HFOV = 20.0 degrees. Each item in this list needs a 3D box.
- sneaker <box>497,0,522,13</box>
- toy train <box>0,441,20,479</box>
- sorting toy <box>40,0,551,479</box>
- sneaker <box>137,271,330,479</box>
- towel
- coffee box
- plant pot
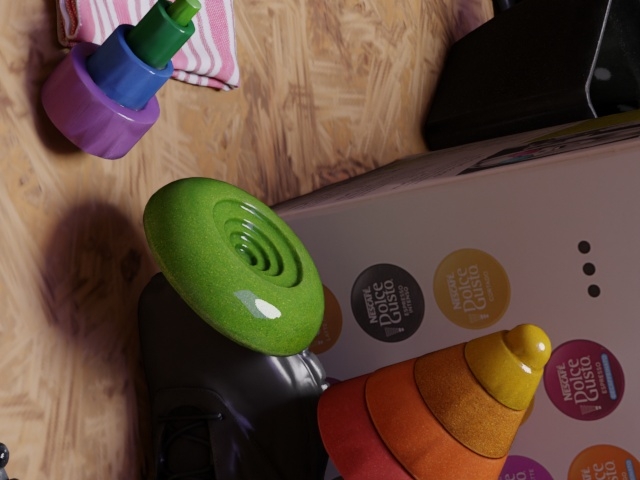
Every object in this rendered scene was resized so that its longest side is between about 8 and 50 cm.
[{"bbox_3d":[0.216,-0.291,1.694,0.121,0.108,0.302,18,68,-63],"label":"sneaker"},{"bbox_3d":[-0.178,0.124,0.946,0.036,0.027,0.158,-37,115,-47],"label":"toy train"},{"bbox_3d":[0.000,0.000,1.034,0.365,0.126,0.127,48,25,6],"label":"sorting toy"},{"bbox_3d":[-0.053,0.156,1.092,0.130,0.109,0.286,-31,106,-49],"label":"sneaker"},{"bbox_3d":[-0.106,-0.178,1.160,0.197,0.029,0.144,9,75,-60],"label":"towel"},{"bbox_3d":[0.171,0.097,1.264,0.338,0.334,0.338,-24,102,-63],"label":"coffee box"},{"bbox_3d":[0.196,-0.100,1.542,0.188,0.167,0.187,60,35,-35],"label":"plant pot"}]
